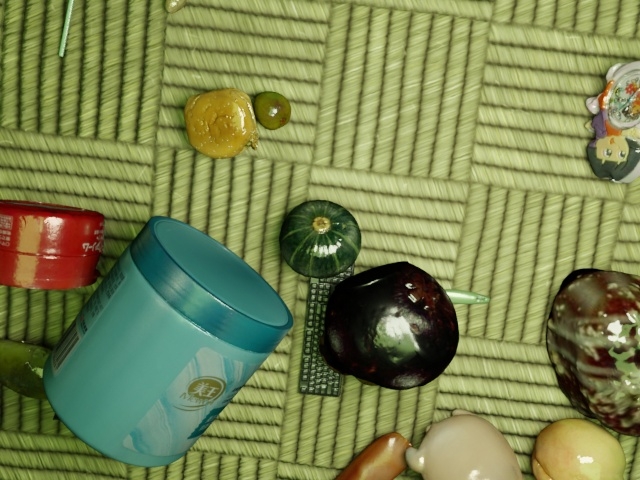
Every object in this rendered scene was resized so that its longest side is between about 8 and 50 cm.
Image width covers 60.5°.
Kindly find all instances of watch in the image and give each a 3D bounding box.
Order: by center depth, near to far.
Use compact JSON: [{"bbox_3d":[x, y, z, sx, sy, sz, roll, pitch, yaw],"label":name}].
[{"bbox_3d":[0.665,-0.234,1.080,0.231,0.196,0.244,-3,97,-21],"label":"watch"}]

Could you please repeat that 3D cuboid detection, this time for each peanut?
[{"bbox_3d":[-0.284,-0.495,1.105,0.037,0.037,0.083,34,98,-3],"label":"peanut"}]

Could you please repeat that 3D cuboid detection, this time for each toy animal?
[{"bbox_3d":[0.313,0.553,1.112,0.277,0.345,0.247,-33,139,-12],"label":"toy animal"}]

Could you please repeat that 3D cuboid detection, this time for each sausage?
[{"bbox_3d":[0.081,0.532,1.197,0.089,0.083,0.300,44,92,2],"label":"sausage"}]

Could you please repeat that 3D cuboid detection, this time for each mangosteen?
[{"bbox_3d":[0.120,0.170,1.071,0.287,0.287,0.233,-25,97,3],"label":"mangosteen"}]

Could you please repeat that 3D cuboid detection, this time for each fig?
[{"bbox_3d":[-0.102,-0.268,1.114,0.074,0.074,0.088,-42,72,5],"label":"fig"}]

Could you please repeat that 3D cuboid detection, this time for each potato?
[{"bbox_3d":[-0.633,0.268,1.168,0.225,0.090,0.117,15,103,6],"label":"potato"}]

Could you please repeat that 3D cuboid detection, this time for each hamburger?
[{"bbox_3d":[-0.198,-0.233,1.100,0.147,0.083,0.138,-3,111,17],"label":"hamburger"}]

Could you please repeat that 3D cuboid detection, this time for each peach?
[{"bbox_3d":[0.531,0.462,1.142,0.184,0.184,0.184,0,96,0],"label":"peach"}]

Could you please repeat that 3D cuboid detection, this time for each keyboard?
[{"bbox_3d":[0.010,0.187,1.189,0.100,0.018,0.310,6,96,-1],"label":"keyboard"}]

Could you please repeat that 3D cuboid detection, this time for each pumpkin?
[{"bbox_3d":[0.000,-0.001,1.109,0.167,0.167,0.125,10,137,-1],"label":"pumpkin"}]

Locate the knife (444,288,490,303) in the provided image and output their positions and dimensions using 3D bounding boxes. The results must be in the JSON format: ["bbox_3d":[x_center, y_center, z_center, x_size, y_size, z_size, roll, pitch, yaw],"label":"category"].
[{"bbox_3d":[0.217,0.109,1.178,0.293,0.020,0.043,4,104,2],"label":"knife"}]

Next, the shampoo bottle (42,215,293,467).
[{"bbox_3d":[-0.284,0.185,1.035,0.331,0.331,0.343,39,96,-4],"label":"shampoo bottle"}]

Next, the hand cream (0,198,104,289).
[{"bbox_3d":[-0.544,0.002,1.072,0.230,0.230,0.149,6,95,0],"label":"hand cream"}]

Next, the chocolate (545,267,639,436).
[{"bbox_3d":[0.598,0.231,1.095,0.225,0.210,0.340,-10,96,4],"label":"chocolate"}]

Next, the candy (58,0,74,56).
[{"bbox_3d":[-0.493,-0.513,1.097,0.084,0.078,0.288,20,104,-5],"label":"candy"}]

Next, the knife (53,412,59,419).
[{"bbox_3d":[-0.490,0.357,1.213,0.230,0.028,0.060,-20,108,4],"label":"knife"}]
